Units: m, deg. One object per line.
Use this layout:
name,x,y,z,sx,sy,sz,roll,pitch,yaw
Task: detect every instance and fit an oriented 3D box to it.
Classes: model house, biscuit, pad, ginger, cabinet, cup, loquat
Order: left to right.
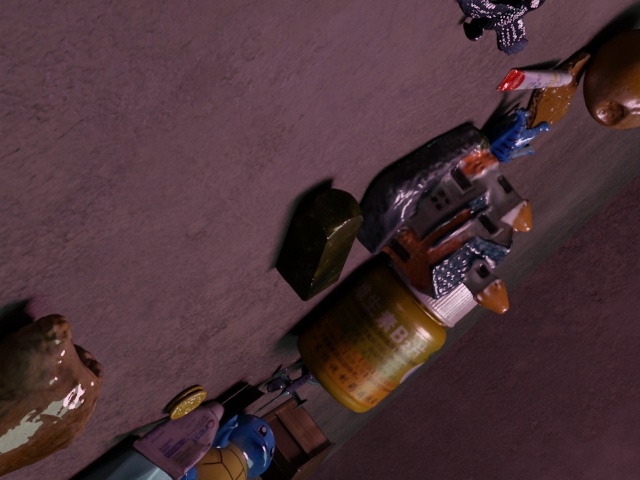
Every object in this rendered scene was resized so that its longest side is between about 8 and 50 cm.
ginger,-0.384,0.194,1.025,0.276,0.130,0.221,-46,153,0
cup,-0.405,0.489,1.695,0.235,0.148,0.134,-39,136,-14
biscuit,-0.260,0.313,1.724,0.084,0.023,0.084,-34,162,-13
pad,-0.211,0.373,1.900,0.193,0.004,0.116,-34,-167,-17
cabinet,-0.086,0.559,2.416,0.148,0.175,0.215,-28,158,-33
model house,0.251,-0.012,1.561,0.271,0.301,0.190,-30,167,-30
biscuit,0.458,-0.278,1.757,0.131,0.025,0.231,-37,161,-13
loquat,0.602,-0.316,1.715,0.227,0.179,0.179,-51,169,-28

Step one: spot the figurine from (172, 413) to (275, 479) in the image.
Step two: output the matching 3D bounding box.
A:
figurine,-0.255,0.555,2.006,0.416,0.298,0.243,-28,-167,-26

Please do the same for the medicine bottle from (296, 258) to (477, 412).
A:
medicine bottle,0.156,0.164,1.877,0.384,0.224,0.224,-43,162,9

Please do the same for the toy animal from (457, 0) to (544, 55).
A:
toy animal,0.242,-0.305,1.195,0.108,0.062,0.220,-42,149,13

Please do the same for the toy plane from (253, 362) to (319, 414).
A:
toy plane,-0.001,0.306,2.120,0.381,0.106,0.155,-30,172,-45

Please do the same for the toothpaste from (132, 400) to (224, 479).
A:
toothpaste,-0.263,0.380,1.750,0.282,0.099,0.068,-28,121,-71

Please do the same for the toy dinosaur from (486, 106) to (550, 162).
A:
toy dinosaur,0.355,-0.193,1.681,0.144,0.076,0.329,-26,169,-20

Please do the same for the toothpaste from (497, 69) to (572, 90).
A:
toothpaste,0.384,-0.286,1.575,0.190,0.031,0.048,-11,148,-41

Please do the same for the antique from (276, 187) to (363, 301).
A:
antique,0.000,0.000,1.414,0.081,0.080,0.221,-31,159,-29
